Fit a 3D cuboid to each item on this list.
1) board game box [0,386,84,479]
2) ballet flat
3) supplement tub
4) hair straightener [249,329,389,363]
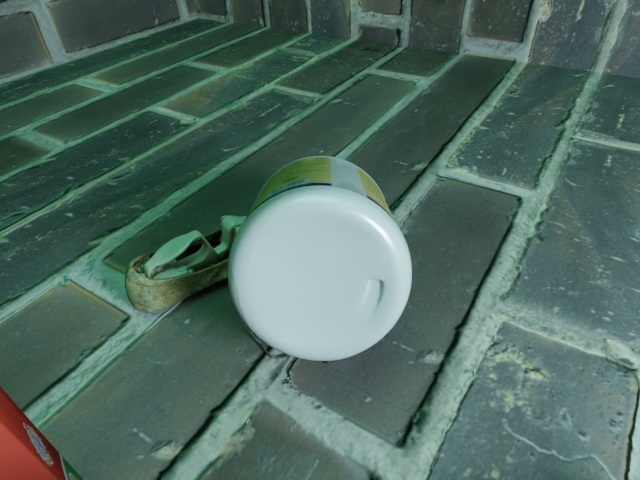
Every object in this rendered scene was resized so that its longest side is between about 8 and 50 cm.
[{"bbox_3d":[-0.357,0.270,0.388,0.242,0.317,0.064,-30,46,-28],"label":"board game box"},{"bbox_3d":[-0.197,0.016,0.839,0.348,0.123,0.123,-27,45,-26],"label":"ballet flat"},{"bbox_3d":[0.000,0.000,0.699,0.240,0.241,0.331,-2,20,2],"label":"supplement tub"},{"bbox_3d":[-0.003,0.151,0.716,0.230,0.047,0.089,0,40,4],"label":"hair straightener"}]
